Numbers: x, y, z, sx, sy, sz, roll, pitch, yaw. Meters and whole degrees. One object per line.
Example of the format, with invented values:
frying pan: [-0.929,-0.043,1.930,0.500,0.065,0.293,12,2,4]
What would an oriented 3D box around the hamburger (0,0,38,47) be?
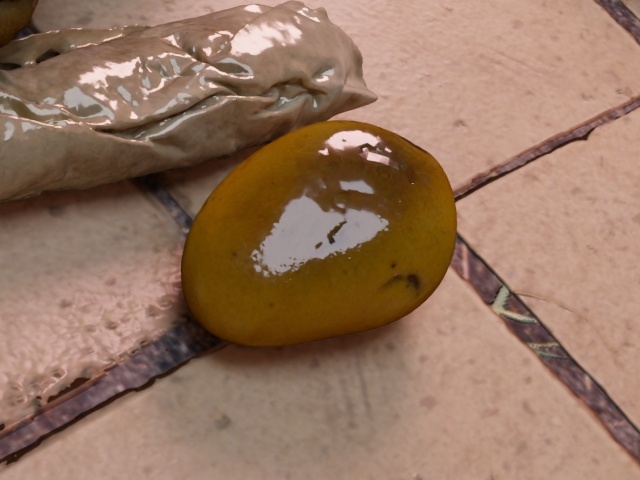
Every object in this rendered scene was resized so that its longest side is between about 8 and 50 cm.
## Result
hamburger: [-0.243,-0.220,1.058,0.211,0.132,0.309,-4,36,-26]

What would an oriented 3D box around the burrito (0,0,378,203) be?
burrito: [-0.134,-0.088,1.077,0.392,0.076,0.117,-17,60,-36]

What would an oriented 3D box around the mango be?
mango: [0.000,0.000,1.060,0.137,0.098,0.195,47,52,10]
